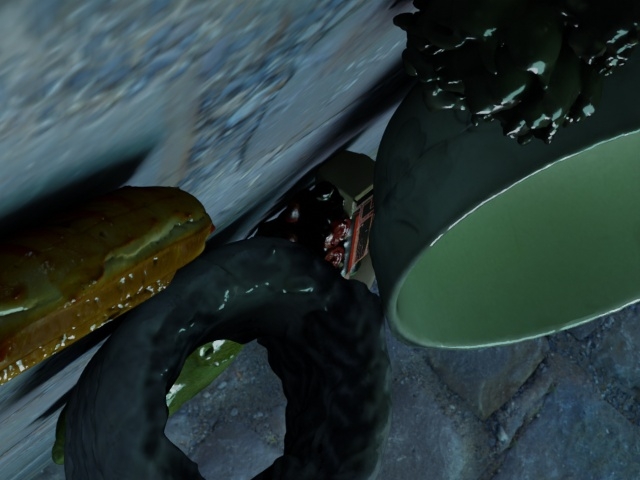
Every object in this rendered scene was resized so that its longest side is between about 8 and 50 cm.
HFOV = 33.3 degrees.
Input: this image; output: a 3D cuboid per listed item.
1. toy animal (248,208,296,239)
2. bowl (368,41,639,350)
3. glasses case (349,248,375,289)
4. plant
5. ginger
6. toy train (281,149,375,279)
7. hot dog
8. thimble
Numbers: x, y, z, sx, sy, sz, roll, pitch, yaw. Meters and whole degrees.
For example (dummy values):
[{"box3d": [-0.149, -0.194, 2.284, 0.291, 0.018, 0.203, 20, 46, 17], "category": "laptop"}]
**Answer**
[{"box3d": [-0.007, -0.019, 0.942, 0.136, 0.047, 0.065, -32, 167, -28], "category": "toy animal"}, {"box3d": [0.170, -0.056, 0.761, 0.307, 0.163, 0.307, -13, 154, -6], "category": "bowl"}, {"box3d": [0.000, 0.000, 1.041, 0.102, 0.070, 0.193, -64, -161, -7], "category": "glasses case"}, {"box3d": [0.100, -0.104, 0.457, 0.143, 0.092, 0.094, -45, -175, 7], "category": "plant"}, {"box3d": [-0.161, 0.134, 1.038, 0.290, 0.089, 0.137, -44, -165, 20], "category": "ginger"}, {"box3d": [0.011, -0.007, 0.880, 0.087, 0.050, 0.138, -38, 152, -31], "category": "toy train"}, {"box3d": [-0.089, 0.016, 0.335, 0.062, 0.038, 0.144, -37, 178, 37], "category": "hot dog"}, {"box3d": [-0.061, 0.127, 0.771, 0.157, 0.217, 0.245, -40, -161, 57], "category": "thimble"}]
